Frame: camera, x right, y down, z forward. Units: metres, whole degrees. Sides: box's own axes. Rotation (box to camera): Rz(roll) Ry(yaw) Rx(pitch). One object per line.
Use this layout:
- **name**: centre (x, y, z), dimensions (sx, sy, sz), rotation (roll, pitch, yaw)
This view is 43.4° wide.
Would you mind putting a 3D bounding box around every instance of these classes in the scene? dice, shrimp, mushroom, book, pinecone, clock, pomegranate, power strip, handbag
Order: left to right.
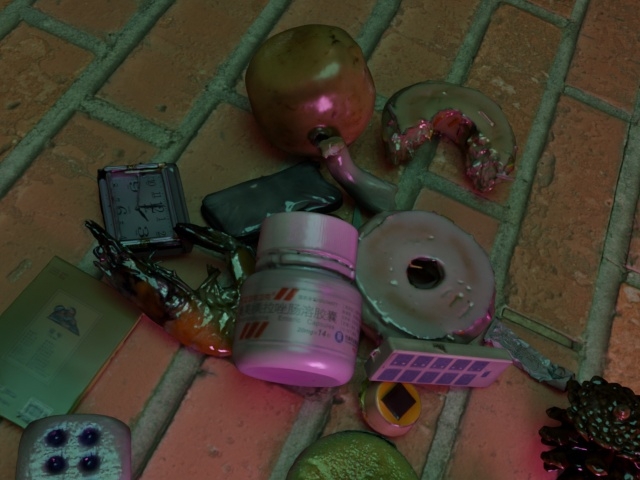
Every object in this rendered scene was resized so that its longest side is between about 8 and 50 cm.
- **book**: centre (-0.550, 0.215, 1.646), dimensions (0.239, 0.035, 0.352), rotation (29, 54, 4)
- **dice**: centre (-0.437, 0.428, 1.437), dimensions (0.194, 0.191, 0.193), rotation (4, 57, -14)
- **clock**: centre (-0.404, -0.068, 1.844), dimensions (0.187, 0.083, 0.253), rotation (-6, 59, -19)
- **shrimp**: centre (-0.298, 0.062, 1.727), dimensions (0.445, 0.085, 0.272), rotation (33, 64, -11)
- **handbag**: centre (-0.109, -0.096, 1.927), dimensions (0.332, 0.074, 0.191), rotation (-23, 46, -22)
- **pomegranate**: centre (-0.024, -0.369, 2.008), dimensions (0.333, 0.332, 0.332), rotation (7, 56, -10)
- **mushroom**: centre (0.095, -0.149, 1.971), dimensions (0.278, 0.096, 0.099), rotation (40, 58, -25)
- **power strip**: centre (0.263, 0.264, 1.724), dimensions (0.368, 0.106, 0.043), rotation (9, 42, -31)
- **pinecone**: centre (0.569, 0.422, 1.676), dimensions (0.264, 0.264, 0.264), rotation (7, 56, -10)

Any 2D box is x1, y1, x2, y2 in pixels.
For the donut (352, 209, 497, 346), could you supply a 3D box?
- **donut**: centre (0.219, 0.104, 1.854), dimensions (0.383, 0.142, 0.382), rotation (6, 56, -10)

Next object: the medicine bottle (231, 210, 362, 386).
- **medicine bottle**: centre (-0.039, 0.124, 1.666), dimensions (0.256, 0.256, 0.324), rotation (11, 72, -8)

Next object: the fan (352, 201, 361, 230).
- **fan**: centre (0.092, -0.058, 2.009), dimensions (0.038, 0.016, 0.193), rotation (15, 55, -15)

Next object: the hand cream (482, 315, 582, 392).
- **hand cream**: centre (0.498, 0.277, 1.871), dimensions (0.257, 0.050, 0.084), rotation (32, 53, 16)

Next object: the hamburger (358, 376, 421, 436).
- **hamburger**: centre (0.144, 0.348, 1.711), dimensions (0.141, 0.081, 0.126), rotation (37, 52, -6)

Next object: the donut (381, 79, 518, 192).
- **donut**: centre (0.337, -0.285, 2.142), dimensions (0.371, 0.150, 0.307), rotation (16, 54, -4)

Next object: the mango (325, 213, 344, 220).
- **mango**: centre (0.001, 0.002, 1.903), dimensions (0.178, 0.090, 0.115), rotation (-28, 58, -37)

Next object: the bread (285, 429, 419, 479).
- **bread**: centre (0.077, 0.516, 1.603), dimensions (0.302, 0.045, 0.301), rotation (8, 55, -11)
